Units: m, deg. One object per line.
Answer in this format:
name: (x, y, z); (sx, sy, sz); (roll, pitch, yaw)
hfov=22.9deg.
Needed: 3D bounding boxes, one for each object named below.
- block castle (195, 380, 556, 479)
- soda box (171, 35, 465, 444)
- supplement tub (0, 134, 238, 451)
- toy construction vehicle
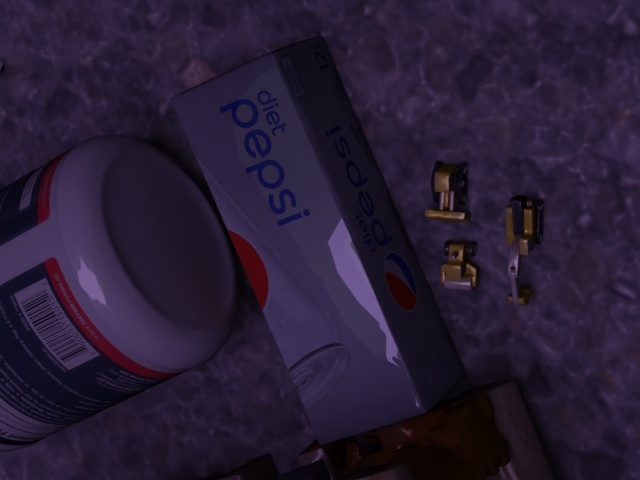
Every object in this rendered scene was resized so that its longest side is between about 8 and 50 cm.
block castle: (-0.040, 0.285, 1.169); (0.453, 0.303, 0.212); (-21, 89, 27)
soda box: (0.000, 0.000, 1.183); (0.098, 0.091, 0.286); (-20, 96, 28)
supplement tub: (-0.219, 0.052, 1.238); (0.272, 0.191, 0.191); (-26, 94, 28)
toy construction vehicle: (0.117, -0.004, 1.161); (0.086, 0.035, 0.098); (8, 108, 22)
